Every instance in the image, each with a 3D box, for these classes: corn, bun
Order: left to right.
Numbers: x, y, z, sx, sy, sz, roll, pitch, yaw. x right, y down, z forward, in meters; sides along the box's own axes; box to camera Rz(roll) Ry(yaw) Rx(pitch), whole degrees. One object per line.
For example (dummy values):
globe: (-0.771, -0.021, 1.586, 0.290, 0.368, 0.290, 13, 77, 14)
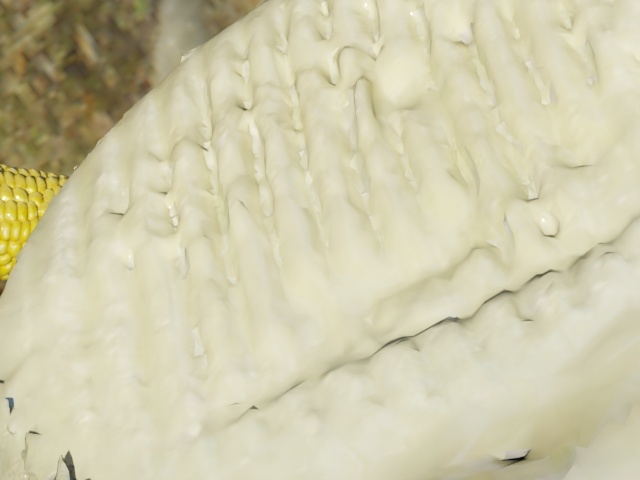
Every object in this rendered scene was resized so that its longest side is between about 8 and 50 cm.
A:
corn: (-0.252, -0.016, 1.440, 0.260, 0.091, 0.091, 6, 53, -27)
bun: (0.061, 0.047, 0.698, 0.211, 0.360, 0.359, 60, 32, -38)
